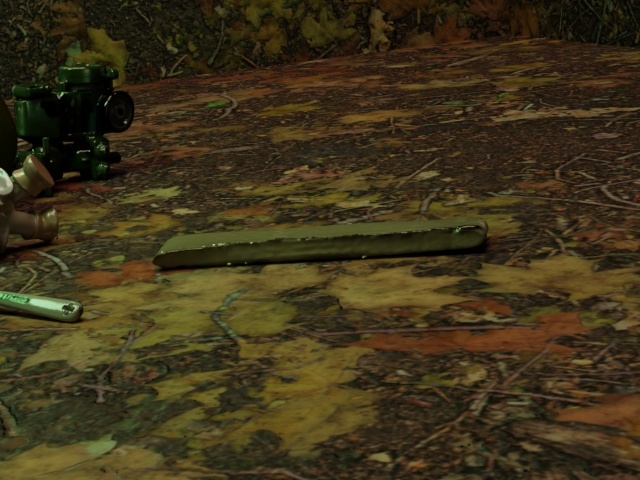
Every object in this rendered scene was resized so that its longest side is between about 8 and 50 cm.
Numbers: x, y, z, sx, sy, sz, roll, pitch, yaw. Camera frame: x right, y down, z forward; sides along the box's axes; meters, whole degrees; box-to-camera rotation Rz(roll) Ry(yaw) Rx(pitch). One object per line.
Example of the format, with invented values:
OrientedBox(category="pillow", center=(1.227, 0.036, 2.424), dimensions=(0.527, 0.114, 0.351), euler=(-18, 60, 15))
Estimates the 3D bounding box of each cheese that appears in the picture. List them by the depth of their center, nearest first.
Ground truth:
OrientedBox(category="cheese", center=(0.000, 0.002, 1.565), dimensions=(0.400, 0.034, 0.085), euler=(-3, 9, 8))

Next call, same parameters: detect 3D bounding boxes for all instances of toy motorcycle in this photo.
OrientedBox(category="toy motorcycle", center=(-0.434, -0.187, 2.153), dimensions=(0.127, 0.205, 0.275), euler=(9, 15, 42))

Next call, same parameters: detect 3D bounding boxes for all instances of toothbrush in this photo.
OrientedBox(category="toothbrush", center=(-0.380, 0.066, 1.467), dimensions=(0.304, 0.030, 0.030), euler=(6, 18, 32))

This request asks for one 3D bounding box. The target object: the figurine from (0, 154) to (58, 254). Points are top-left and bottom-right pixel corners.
OrientedBox(category="figurine", center=(-0.481, -0.035, 1.699), dimensions=(0.276, 0.133, 0.200), euler=(-8, 43, -24))

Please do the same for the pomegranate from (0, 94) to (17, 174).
OrientedBox(category="pomegranate", center=(-0.594, -0.106, 1.888), dimensions=(0.291, 0.323, 0.291), euler=(24, 19, -9))
